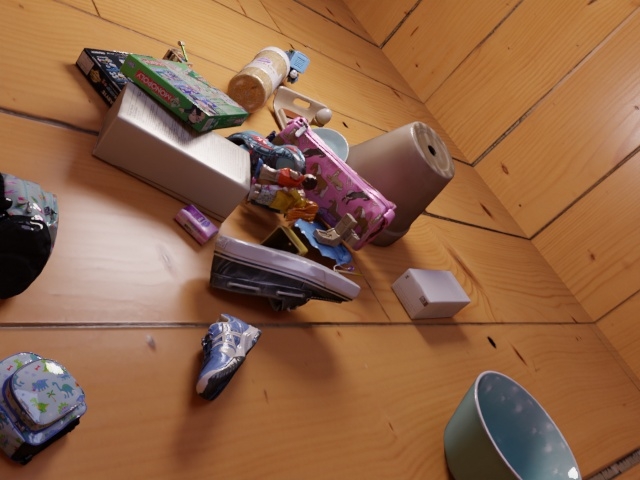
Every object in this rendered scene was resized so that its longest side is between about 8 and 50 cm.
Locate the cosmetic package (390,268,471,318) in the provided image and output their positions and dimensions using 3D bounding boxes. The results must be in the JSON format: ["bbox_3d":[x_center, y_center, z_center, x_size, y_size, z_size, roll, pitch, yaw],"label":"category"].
[{"bbox_3d":[0.309,0.148,1.732,0.231,0.085,0.117,6,45,-48],"label":"cosmetic package"}]

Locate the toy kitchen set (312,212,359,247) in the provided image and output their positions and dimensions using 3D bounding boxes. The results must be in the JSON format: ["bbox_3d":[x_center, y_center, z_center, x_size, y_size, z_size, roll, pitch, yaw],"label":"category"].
[{"bbox_3d":[0.044,-0.018,1.505,0.075,0.083,0.068,14,32,-51],"label":"toy kitchen set"}]

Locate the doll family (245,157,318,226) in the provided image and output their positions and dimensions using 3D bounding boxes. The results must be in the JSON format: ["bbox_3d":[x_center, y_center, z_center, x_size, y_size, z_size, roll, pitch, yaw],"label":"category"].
[{"bbox_3d":[-0.085,-0.087,1.427,0.163,0.118,0.263,15,-9,-9],"label":"doll family"}]

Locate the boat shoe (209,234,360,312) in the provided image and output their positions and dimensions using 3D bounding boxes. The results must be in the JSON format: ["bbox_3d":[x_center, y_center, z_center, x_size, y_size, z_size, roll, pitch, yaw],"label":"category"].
[{"bbox_3d":[-0.076,0.086,1.272,0.335,0.119,0.121,19,2,-27],"label":"boat shoe"}]

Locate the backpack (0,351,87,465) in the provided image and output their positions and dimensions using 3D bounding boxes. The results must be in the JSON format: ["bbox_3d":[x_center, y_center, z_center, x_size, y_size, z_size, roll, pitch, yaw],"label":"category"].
[{"bbox_3d":[-0.355,0.193,0.765,0.114,0.084,0.105,44,25,6],"label":"backpack"}]

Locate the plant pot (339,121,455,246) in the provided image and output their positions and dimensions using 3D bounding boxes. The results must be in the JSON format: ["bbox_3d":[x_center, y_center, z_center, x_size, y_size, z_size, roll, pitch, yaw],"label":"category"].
[{"bbox_3d":[0.218,-0.185,1.798,0.323,0.280,0.323,29,43,-32],"label":"plant pot"}]

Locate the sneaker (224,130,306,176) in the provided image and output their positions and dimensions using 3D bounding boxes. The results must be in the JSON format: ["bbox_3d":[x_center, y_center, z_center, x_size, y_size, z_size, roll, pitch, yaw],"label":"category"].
[{"bbox_3d":[-0.150,-0.194,1.533,0.262,0.104,0.125,26,25,36],"label":"sneaker"}]

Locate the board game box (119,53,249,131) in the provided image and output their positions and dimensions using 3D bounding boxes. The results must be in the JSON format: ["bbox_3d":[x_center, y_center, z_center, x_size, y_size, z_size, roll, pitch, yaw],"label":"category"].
[{"bbox_3d":[-0.299,-0.339,1.444,0.213,0.046,0.317,37,15,0],"label":"board game box"}]

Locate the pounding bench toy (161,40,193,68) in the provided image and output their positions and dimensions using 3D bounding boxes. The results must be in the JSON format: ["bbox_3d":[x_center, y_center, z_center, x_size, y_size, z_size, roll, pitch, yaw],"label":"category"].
[{"bbox_3d":[-0.378,-0.487,1.687,0.065,0.083,0.052,47,27,6],"label":"pounding bench toy"}]

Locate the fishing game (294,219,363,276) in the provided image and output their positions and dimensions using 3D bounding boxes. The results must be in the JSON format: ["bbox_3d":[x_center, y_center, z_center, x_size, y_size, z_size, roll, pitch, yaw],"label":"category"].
[{"bbox_3d":[0.000,0.000,1.570,0.264,0.041,0.189,50,20,24],"label":"fishing game"}]

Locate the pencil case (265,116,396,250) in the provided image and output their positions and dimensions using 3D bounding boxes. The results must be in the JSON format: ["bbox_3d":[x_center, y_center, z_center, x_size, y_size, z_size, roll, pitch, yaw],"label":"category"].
[{"bbox_3d":[0.022,-0.148,1.631,0.386,0.160,0.167,45,-5,10],"label":"pencil case"}]

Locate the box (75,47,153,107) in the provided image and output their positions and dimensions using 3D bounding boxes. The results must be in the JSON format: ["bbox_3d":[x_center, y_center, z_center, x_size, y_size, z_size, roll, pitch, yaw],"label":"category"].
[{"bbox_3d":[-0.437,-0.370,1.479,0.175,0.051,0.220,50,27,11],"label":"box"}]

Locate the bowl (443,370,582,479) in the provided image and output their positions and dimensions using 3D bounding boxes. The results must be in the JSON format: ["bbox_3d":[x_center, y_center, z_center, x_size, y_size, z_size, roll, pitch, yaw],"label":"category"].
[{"bbox_3d":[0.381,0.451,1.317,0.311,0.163,0.311,32,29,-21],"label":"bowl"}]

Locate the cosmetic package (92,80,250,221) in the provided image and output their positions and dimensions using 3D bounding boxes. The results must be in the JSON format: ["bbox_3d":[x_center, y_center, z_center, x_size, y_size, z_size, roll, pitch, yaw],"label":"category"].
[{"bbox_3d":[-0.306,-0.185,1.332,0.309,0.113,0.160,29,31,-26],"label":"cosmetic package"}]

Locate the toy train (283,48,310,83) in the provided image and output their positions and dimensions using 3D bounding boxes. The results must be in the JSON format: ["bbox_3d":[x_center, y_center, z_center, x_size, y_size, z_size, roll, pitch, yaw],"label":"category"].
[{"bbox_3d":[-0.108,-0.607,2.162,0.080,0.105,0.184,28,9,-29],"label":"toy train"}]

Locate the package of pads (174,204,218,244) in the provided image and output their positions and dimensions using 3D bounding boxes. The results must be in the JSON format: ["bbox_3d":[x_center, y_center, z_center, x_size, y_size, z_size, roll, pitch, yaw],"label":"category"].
[{"bbox_3d":[-0.253,-0.033,1.278,0.083,0.032,0.050,44,24,0],"label":"package of pads"}]

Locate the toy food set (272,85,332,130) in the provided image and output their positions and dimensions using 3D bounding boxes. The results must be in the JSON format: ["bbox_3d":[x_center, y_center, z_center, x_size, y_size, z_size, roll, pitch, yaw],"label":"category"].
[{"bbox_3d":[-0.008,-0.335,1.951,0.220,0.092,0.306,13,44,-45],"label":"toy food set"}]

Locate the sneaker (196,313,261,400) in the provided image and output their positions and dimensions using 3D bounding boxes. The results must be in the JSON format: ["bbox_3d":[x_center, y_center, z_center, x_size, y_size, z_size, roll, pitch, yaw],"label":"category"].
[{"bbox_3d":[-0.169,0.191,1.041,0.081,0.080,0.211,36,18,-2],"label":"sneaker"}]

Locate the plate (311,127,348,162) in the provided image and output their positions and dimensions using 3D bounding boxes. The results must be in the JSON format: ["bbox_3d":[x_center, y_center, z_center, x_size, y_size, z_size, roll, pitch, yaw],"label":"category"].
[{"bbox_3d":[-0.012,-0.243,1.779,0.024,0.188,0.188,69,-5,-58],"label":"plate"}]

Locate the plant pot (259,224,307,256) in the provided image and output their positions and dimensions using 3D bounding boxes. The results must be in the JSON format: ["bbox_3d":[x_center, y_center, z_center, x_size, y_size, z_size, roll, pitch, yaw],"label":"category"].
[{"bbox_3d":[-0.077,0.021,1.396,0.081,0.081,0.083,51,18,14],"label":"plant pot"}]

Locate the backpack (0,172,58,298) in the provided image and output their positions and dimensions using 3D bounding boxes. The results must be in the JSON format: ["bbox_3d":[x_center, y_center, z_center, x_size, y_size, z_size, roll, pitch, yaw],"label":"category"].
[{"bbox_3d":[-0.443,-0.015,0.897,0.115,0.152,0.182,29,18,-37],"label":"backpack"}]

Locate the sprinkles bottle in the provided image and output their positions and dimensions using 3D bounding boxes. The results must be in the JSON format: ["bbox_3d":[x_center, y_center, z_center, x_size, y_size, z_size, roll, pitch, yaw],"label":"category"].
[{"bbox_3d":[-0.184,-0.501,1.930,0.121,0.121,0.355,38,28,-12],"label":"sprinkles bottle"}]
